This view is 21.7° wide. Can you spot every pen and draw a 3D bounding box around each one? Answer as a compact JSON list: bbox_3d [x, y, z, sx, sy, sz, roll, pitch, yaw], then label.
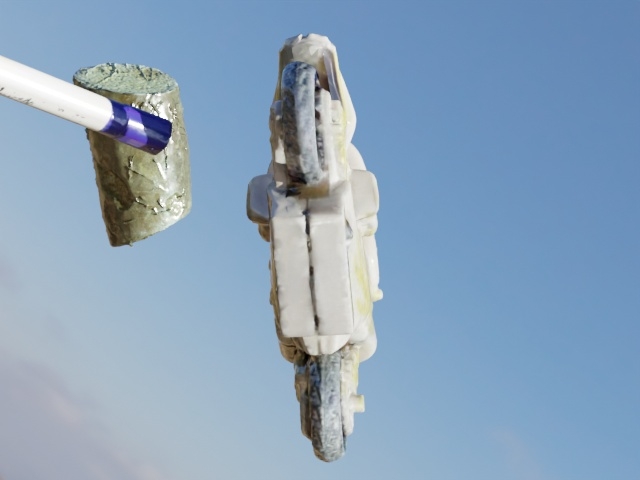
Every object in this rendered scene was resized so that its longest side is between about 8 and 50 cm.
[{"bbox_3d":[-0.230,-0.122,1.292,0.269,0.033,0.033,21,2,-37],"label":"pen"}]

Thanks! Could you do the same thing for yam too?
[{"bbox_3d":[-0.183,-0.087,1.685,0.107,0.107,0.183,21,-58,58],"label":"yam"}]

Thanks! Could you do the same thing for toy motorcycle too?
[{"bbox_3d":[0.000,0.000,1.403,0.223,0.108,0.340,-81,167,-68],"label":"toy motorcycle"}]
